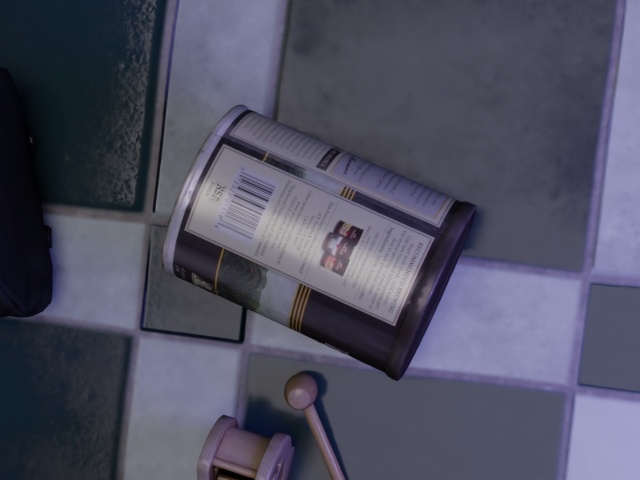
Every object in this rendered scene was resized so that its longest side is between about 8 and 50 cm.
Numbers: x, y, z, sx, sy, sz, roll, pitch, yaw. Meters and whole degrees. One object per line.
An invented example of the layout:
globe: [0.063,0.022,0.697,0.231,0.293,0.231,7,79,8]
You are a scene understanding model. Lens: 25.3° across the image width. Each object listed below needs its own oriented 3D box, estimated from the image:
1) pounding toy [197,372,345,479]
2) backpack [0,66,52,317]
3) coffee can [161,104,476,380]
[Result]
pounding toy: [-0.055,0.280,1.538,0.155,0.154,0.269,16,93,8]
backpack: [-0.515,-0.025,1.580,0.356,0.273,0.290,-5,96,21]
coffee can: [0.000,0.000,1.506,0.275,0.201,0.201,25,94,8]
